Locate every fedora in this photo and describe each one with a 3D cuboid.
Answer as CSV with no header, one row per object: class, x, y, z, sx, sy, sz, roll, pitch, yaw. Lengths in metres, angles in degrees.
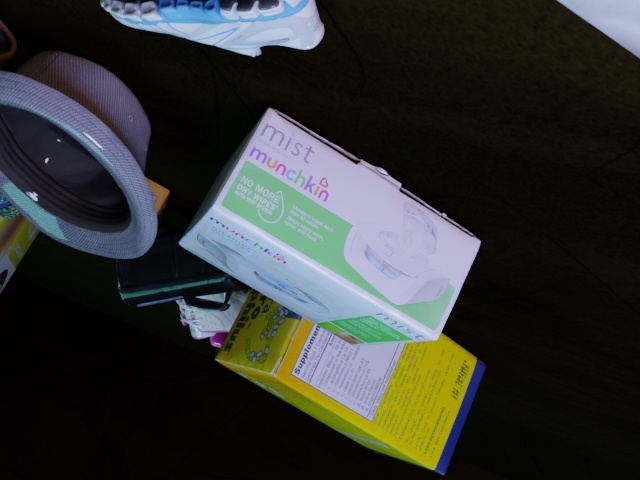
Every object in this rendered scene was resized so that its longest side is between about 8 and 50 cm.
fedora,-0.282,-0.112,0.851,0.243,0.124,0.276,8,144,24

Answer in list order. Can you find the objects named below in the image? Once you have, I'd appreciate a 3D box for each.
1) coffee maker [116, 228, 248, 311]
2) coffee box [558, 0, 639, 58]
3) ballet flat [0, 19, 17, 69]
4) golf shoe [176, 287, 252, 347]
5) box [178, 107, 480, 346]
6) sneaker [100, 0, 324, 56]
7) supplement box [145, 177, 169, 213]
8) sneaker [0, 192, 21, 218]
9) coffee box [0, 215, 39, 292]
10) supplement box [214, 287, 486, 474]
coffee maker,-0.213,0.028,1.096,0.178,0.120,0.171,-10,140,5
coffee box,0.229,-0.095,0.266,0.246,0.098,0.141,30,162,-11
ballet flat,-0.427,-0.272,0.692,0.124,0.116,0.342,-7,148,24
golf shoe,-0.223,0.108,1.373,0.115,0.140,0.306,14,159,40
box,0.000,0.000,0.806,0.261,0.127,0.231,32,163,-12
sneaker,-0.082,-0.169,0.543,0.190,0.071,0.083,16,165,29
supplement box,-0.304,-0.038,1.186,0.080,0.078,0.233,28,162,-6
sneaker,-0.400,-0.105,1.074,0.221,0.087,0.083,-12,130,14
coffee box,-0.735,-0.046,1.340,0.338,0.335,0.337,29,162,-8
supplement box,0.052,0.193,1.146,0.356,0.194,0.195,36,159,-27
